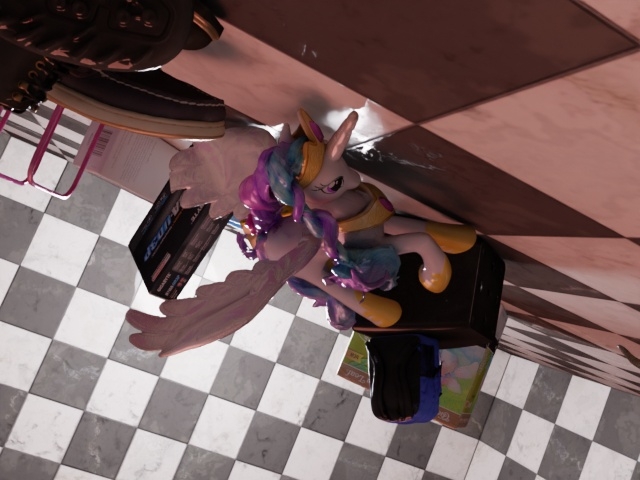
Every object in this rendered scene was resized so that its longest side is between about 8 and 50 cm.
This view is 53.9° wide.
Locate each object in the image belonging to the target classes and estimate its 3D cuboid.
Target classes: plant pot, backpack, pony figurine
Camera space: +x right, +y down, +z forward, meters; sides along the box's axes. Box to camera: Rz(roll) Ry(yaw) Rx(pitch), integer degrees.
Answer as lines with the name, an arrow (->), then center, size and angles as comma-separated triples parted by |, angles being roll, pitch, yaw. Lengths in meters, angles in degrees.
plant pot -> 0.177, 0.071, 0.958 | 0.166, 0.188, 0.187 | 3, 164, 32
backpack -> 0.128, 0.202, 0.901 | 0.098, 0.120, 0.101 | -16, 154, 42
pony figurine -> -0.024, -0.005, 0.763 | 0.350, 0.303, 0.363 | -20, 146, 30

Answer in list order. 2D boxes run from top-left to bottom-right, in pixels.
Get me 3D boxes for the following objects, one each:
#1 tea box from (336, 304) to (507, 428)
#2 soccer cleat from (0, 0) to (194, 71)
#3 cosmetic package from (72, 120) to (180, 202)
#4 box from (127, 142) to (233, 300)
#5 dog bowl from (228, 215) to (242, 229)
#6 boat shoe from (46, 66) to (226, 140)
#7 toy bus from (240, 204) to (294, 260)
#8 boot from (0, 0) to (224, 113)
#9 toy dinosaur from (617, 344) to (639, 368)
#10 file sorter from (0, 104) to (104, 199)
tea box -> 0.271, 0.274, 1.641 | 0.328, 0.324, 0.220 | 19, 173, 23
soccer cleat -> -0.223, -0.200, 0.415 | 0.318, 0.109, 0.116 | 21, -166, 1
cosmetic package -> -0.338, -0.142, 1.199 | 0.085, 0.117, 0.231 | 20, 172, 30
box -> -0.228, -0.033, 1.046 | 0.051, 0.220, 0.175 | 28, -169, -38
dog bowl -> -0.129, -0.048, 1.462 | 0.297, 0.074, 0.166 | 18, 172, 33
boat shoe -> -0.208, -0.169, 0.571 | 0.285, 0.092, 0.103 | 24, -162, 17
toy bus -> -0.027, -0.034, 1.041 | 0.202, 0.191, 0.104 | 27, -141, -5
boot -> -0.186, -0.145, 0.491 | 0.197, 0.137, 0.077 | 20, 174, 16
toy dinosaur -> 0.482, 0.123, 0.678 | 0.313, 0.121, 0.160 | 23, 164, 50
file sorter -> -0.469, -0.196, 0.874 | 0.290, 0.182, 0.202 | 23, 174, -4
